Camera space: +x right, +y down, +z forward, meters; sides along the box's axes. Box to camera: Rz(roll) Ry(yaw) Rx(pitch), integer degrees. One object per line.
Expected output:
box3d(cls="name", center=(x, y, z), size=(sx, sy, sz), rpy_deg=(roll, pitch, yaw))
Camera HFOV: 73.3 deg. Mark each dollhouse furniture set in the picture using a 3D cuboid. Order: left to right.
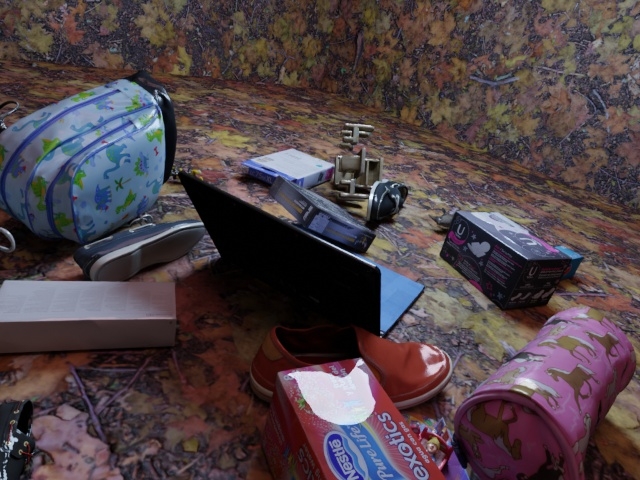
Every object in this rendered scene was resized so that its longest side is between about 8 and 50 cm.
box3d(cls="dollhouse furniture set", center=(0.135, -0.229, 1.360), size=(0.160, 0.212, 0.242), rpy_deg=(4, 0, -4))

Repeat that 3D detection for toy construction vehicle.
box3d(cls="toy construction vehicle", center=(-0.391, -0.187, 1.234), size=(0.098, 0.035, 0.086), rpy_deg=(4, 17, -25))

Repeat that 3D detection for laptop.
box3d(cls="laptop", center=(0.000, 0.000, 0.846), size=(0.381, 0.408, 0.236), rpy_deg=(26, 62, 23))

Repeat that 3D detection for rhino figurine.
box3d(cls="rhino figurine", center=(0.447, -0.043, 1.313), size=(0.243, 0.073, 0.106), rpy_deg=(15, 30, 5))

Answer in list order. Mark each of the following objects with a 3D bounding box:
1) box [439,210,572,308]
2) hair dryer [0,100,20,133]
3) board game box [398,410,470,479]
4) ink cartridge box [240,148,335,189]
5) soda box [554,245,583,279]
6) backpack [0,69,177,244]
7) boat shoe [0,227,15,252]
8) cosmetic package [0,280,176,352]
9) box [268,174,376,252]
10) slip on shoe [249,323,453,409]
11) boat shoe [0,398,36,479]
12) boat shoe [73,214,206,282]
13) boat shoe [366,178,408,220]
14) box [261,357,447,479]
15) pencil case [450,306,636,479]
box3d(cls="box", center=(0.453, 0.038, 1.079), size=(0.163, 0.142, 0.247), rpy_deg=(-1, 31, -26))
box3d(cls="hair dryer", center=(-0.761, -0.186, 0.875), size=(0.223, 0.080, 0.294), rpy_deg=(-6, 45, 51))
box3d(cls="board game box", center=(0.135, 0.284, 0.569), size=(0.133, 0.033, 0.169), rpy_deg=(9, 27, -11))
box3d(cls="ink cartridge box", center=(-0.102, -0.229, 1.419), size=(0.185, 0.065, 0.311), rpy_deg=(25, 26, 20))
box3d(cls="soda box", center=(0.630, 0.068, 1.185), size=(0.210, 0.071, 0.067), rpy_deg=(-5, 32, -34))
box3d(cls="backpack", center=(-0.461, -0.152, 0.873), size=(0.273, 0.290, 0.355), rpy_deg=(41, 42, 18))
box3d(cls="boat shoe", center=(-0.547, 0.020, 0.637), size=(0.156, 0.136, 0.367), rpy_deg=(-7, 36, -35))
box3d(cls="cosmetic package", center=(-0.342, 0.111, 0.641), size=(0.238, 0.061, 0.099), rpy_deg=(3, 26, -21))
box3d(cls="box", center=(0.006, -0.064, 1.062), size=(0.231, 0.056, 0.183), rpy_deg=(22, 14, -46))
box3d(cls="slip on shoe", center=(0.062, 0.183, 0.654), size=(0.331, 0.101, 0.123), rpy_deg=(6, 25, -18))
box3d(cls="boat shoe", center=(-0.324, 0.220, 0.451), size=(0.042, 0.049, 0.133), rpy_deg=(-11, 31, -27))
box3d(cls="boat shoe", center=(-0.332, 0.006, 0.822), size=(0.079, 0.095, 0.254), rpy_deg=(38, 42, 19))
box3d(cls="boat shoe", center=(0.208, -0.127, 1.313), size=(0.091, 0.115, 0.302), rpy_deg=(15, 27, 14))
box3d(cls="box", center=(0.039, 0.264, 0.453), size=(0.122, 0.128, 0.257), rpy_deg=(-2, 31, -28))
box3d(cls="pencil case", center=(0.348, 0.225, 0.636), size=(0.386, 0.167, 0.160), rpy_deg=(-15, 61, -45))
